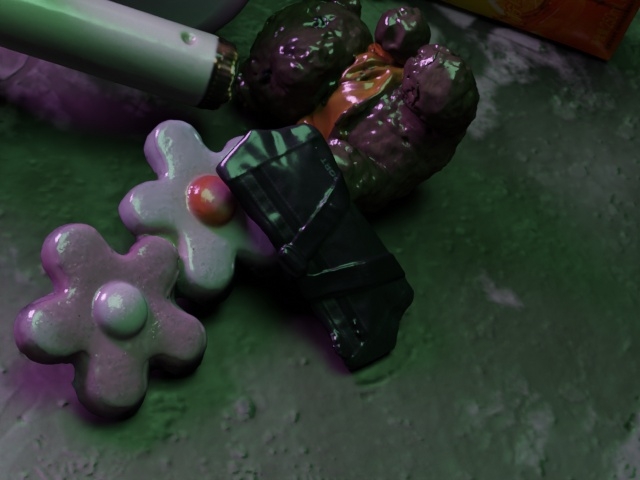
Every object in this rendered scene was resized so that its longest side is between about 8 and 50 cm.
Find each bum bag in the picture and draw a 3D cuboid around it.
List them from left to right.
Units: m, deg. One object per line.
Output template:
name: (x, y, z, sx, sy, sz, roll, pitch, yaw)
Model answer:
bum bag: (0.000, 0.000, 1.182, 0.087, 0.049, 0.197, -38, 103, -22)

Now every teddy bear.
teddy bear: (0.022, -0.116, 1.277, 0.190, 0.177, 0.140, 46, 8, 19)

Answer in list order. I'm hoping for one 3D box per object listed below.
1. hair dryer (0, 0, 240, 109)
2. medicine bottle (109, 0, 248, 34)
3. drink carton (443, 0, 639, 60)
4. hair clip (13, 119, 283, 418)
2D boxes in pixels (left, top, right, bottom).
hair dryer: (-0.214, -0.165, 1.207, 0.362, 0.203, 0.128, 16, 47, -19)
medicine bottle: (-0.149, -0.365, 1.362, 0.219, 0.219, 0.388, 9, 49, -11)
drink carton: (0.133, -0.304, 1.445, 0.351, 0.154, 0.111, 20, 48, -2)
hair clip: (-0.115, 0.014, 1.149, 0.146, 0.075, 0.257, 54, 45, -16)
